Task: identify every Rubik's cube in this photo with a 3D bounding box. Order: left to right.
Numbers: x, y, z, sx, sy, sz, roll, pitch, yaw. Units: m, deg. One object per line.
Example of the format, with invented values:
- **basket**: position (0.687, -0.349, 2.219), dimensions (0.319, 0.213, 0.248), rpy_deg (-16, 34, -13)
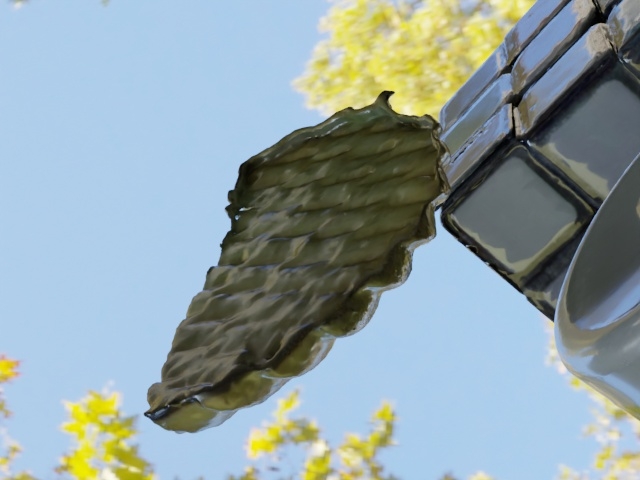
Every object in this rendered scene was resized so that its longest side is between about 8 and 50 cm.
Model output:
- **Rubik's cube**: position (0.351, -0.088, 1.547), dimensions (0.362, 0.363, 0.359), rpy_deg (38, -67, -10)

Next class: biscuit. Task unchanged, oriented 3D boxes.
- **biscuit**: position (0.000, 0.000, 0.929), dimensions (0.036, 0.187, 0.274), rpy_deg (51, -146, -23)

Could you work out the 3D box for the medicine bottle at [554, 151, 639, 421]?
- **medicine bottle**: position (0.317, 0.073, 0.854), dimensions (0.339, 0.208, 0.208), rpy_deg (35, -108, -9)
